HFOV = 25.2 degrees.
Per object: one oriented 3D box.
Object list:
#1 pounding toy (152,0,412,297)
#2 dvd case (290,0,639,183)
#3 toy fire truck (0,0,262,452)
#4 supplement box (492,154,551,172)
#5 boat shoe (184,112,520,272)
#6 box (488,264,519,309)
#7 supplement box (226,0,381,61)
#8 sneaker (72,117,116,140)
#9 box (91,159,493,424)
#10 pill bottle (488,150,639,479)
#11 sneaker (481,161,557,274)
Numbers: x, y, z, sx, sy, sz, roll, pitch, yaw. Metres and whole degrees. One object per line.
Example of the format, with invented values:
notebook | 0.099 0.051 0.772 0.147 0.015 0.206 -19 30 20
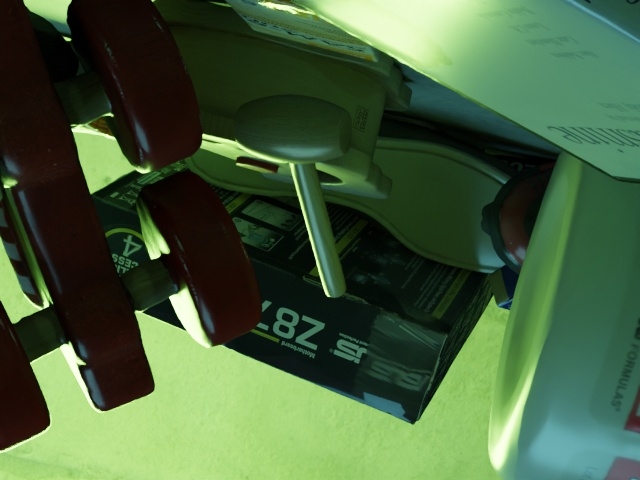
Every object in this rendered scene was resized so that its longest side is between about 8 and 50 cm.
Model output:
pounding toy | -0.040 -0.054 0.890 0.154 0.155 0.269 12 178 10
dvd case | 0.044 -0.076 0.455 0.253 0.022 0.180 26 176 -18
toy fire truck | -0.174 -0.049 0.811 0.169 0.302 0.254 -26 -142 -15
supplement box | 0.271 -0.014 1.323 0.239 0.073 0.130 14 180 -43
boat shoe | 0.049 -0.068 1.228 0.335 0.112 0.095 17 -147 1
box | 0.265 0.006 1.161 0.136 0.037 0.225 15 145 -43
supplement box | -0.004 -0.105 0.597 0.062 0.036 0.098 16 -179 8
sneaker | -0.210 -0.134 1.328 0.262 0.099 0.121 16 -175 32
box | 0.000 0.000 1.314 0.318 0.097 0.395 20 -159 10
pill bottle | 0.318 0.080 0.816 0.407 0.229 0.229 15 180 2
sneaker | 0.253 -0.001 0.981 0.276 0.098 0.135 9 180 -12
